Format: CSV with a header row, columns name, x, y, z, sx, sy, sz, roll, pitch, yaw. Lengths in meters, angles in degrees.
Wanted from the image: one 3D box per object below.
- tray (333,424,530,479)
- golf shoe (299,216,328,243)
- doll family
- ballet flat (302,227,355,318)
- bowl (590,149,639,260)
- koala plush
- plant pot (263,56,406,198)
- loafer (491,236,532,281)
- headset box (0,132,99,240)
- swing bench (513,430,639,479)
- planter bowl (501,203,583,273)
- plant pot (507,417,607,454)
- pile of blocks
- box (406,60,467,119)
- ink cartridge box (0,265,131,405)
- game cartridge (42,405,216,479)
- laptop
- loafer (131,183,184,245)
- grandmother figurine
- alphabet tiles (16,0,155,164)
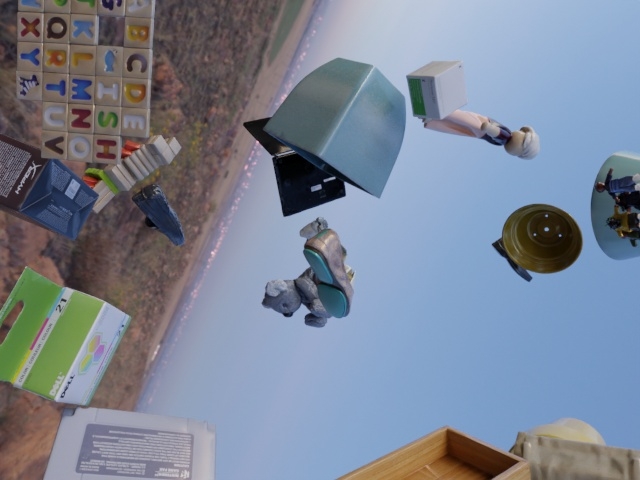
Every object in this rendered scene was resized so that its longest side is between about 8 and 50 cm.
name,x,y,z,sx,sy,sz,roll,pitch,yaw
tray,0.168,0.467,0.904,0.202,0.410,0.076,4,-81,55
golf shoe,0.000,0.000,1.431,0.086,0.176,0.069,-21,-130,12
doll family,0.719,-0.078,1.190,0.111,0.075,0.193,-175,-100,-77
ballet flat,0.042,0.087,1.307,0.106,0.107,0.316,-52,148,-26
bowl,0.899,-0.093,1.362,0.163,0.311,0.312,8,-108,58
koala plush,-0.085,0.181,1.671,0.196,0.221,0.204,110,-24,-65
plant pot,0.064,-0.293,1.228,0.247,0.247,0.252,35,-84,45
loafer,0.627,0.058,1.609,0.061,0.170,0.062,-41,180,10
headset box,-0.587,-0.124,0.897,0.218,0.293,0.110,111,2,-76
swing bench,0.550,0.536,1.016,0.253,0.255,0.165,-9,-143,40
planter bowl,0.651,-0.019,1.464,0.090,0.217,0.217,-34,162,-49
plant pot,0.615,0.567,1.257,0.239,0.254,0.254,-8,134,-53
pile of blocks,-0.611,-0.233,1.536,0.362,0.113,0.149,-38,-138,-12
box,0.262,-0.338,1.127,0.102,0.101,0.087,-35,-145,-27
ink cartridge box,-0.459,0.179,0.883,0.255,0.097,0.189,92,17,-70
game cartridge,-0.340,0.413,0.923,0.196,0.294,0.060,-107,-143,-56
laptop,-0.070,-0.229,1.448,0.136,0.234,0.265,12,-63,51
loafer,-0.422,-0.059,1.323,0.223,0.078,0.076,76,-11,-54
grandmother figurine,0.442,-0.307,1.384,0.208,0.342,0.104,-81,-168,-60
alphabet tiles,-0.326,-0.228,0.690,0.009,0.198,0.237,-37,133,-80
